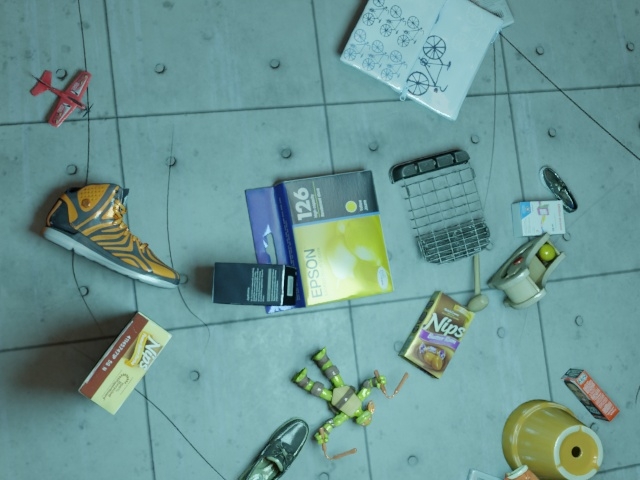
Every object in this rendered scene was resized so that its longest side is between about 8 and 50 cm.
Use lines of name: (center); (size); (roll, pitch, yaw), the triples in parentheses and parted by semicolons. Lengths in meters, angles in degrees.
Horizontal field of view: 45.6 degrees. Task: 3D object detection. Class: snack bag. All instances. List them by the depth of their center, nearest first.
snack bag: (0.258, -0.499, 1.898); (0.342, 0.037, 0.323); (29, 79, -9)

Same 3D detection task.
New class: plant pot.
plant pot: (0.571, 0.495, 1.831); (0.205, 0.188, 0.205); (1, 84, -13)

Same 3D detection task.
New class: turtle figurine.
turtle figurine: (0.057, 0.354, 1.779); (0.217, 0.087, 0.269); (45, 85, 2)

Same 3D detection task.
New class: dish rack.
dish rack: (0.305, -0.081, 1.888); (0.208, 0.074, 0.272); (-16, 90, -13)

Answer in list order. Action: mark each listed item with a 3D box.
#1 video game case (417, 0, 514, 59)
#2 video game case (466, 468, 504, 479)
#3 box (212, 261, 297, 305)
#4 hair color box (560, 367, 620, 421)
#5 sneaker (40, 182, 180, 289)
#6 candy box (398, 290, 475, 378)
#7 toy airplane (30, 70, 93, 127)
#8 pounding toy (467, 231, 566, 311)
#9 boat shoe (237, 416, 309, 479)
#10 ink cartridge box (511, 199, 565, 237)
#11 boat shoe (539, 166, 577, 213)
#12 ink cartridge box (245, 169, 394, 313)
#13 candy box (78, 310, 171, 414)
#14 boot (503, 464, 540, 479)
video game case: (0.300, -0.638, 1.958); (0.328, 0.036, 0.300); (-24, 91, -13)
video game case: (0.433, 0.685, 1.867); (0.212, 0.023, 0.194); (22, 80, -11)
box: (-0.143, 0.099, 1.699); (0.158, 0.156, 0.093); (2, 85, 9)
hair color box: (0.681, 0.390, 1.927); (0.043, 0.072, 0.141); (-42, 94, -13)
sneaker: (-0.435, -0.022, 1.681); (0.321, 0.124, 0.180); (27, 80, -9)
candy box: (0.284, 0.230, 1.861); (0.109, 0.053, 0.187); (33, 77, -8)
toy airplane: (-0.588, -0.329, 1.725); (0.151, 0.028, 0.151); (2, 83, -13)
pounding toy: (0.471, 0.067, 1.850); (0.269, 0.154, 0.155); (-43, 95, -26)
boat shoe: (-0.101, 0.501, 1.734); (0.080, 0.073, 0.223); (45, 77, -6)
ink cartridge box: (0.559, -0.056, 1.952); (0.122, 0.052, 0.089); (-3, 85, -15)
boat shoe: (0.622, -0.133, 1.980); (0.049, 0.040, 0.142); (-35, 93, -14)
ink cartridge box: (0.000, 0.000, 1.811); (0.307, 0.072, 0.304); (-10, 87, -16)
candy box: (-0.398, 0.241, 1.565); (0.087, 0.316, 0.183); (38, 78, -8)
boot: (0.451, 0.599, 1.820); (0.158, 0.059, 0.085); (-38, 84, 16)
